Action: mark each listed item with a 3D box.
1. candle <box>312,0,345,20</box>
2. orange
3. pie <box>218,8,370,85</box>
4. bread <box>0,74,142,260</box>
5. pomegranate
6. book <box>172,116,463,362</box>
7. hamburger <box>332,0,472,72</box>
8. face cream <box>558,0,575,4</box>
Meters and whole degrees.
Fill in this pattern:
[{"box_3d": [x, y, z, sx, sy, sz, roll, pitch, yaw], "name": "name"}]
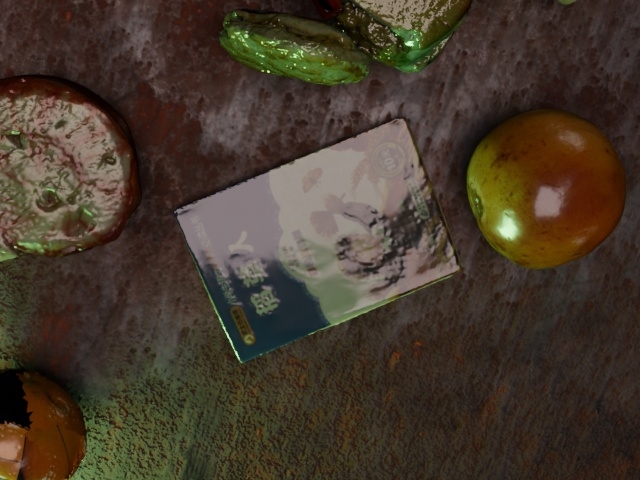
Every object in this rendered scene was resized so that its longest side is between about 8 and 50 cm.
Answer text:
[{"box_3d": [-0.021, -0.400, 1.380, 0.048, 0.053, 0.162, -29, 92, 43], "name": "candle"}, {"box_3d": [-0.498, 0.321, 1.540, 0.182, 0.234, 0.234, -33, 105, 3], "name": "orange"}, {"box_3d": [-0.043, -0.299, 1.422, 0.248, 0.201, 0.090, 16, 87, 25], "name": "pie"}, {"box_3d": [-0.458, -0.116, 1.493, 0.328, 0.114, 0.295, -7, 103, -3], "name": "bread"}, {"box_3d": [0.368, -0.088, 1.513, 0.264, 0.264, 0.264, -1, 104, -5], "name": "pomegranate"}, {"box_3d": [0.000, 0.000, 1.600, 0.428, 0.039, 0.300, -23, 105, 1], "name": "book"}, {"box_3d": [0.149, -0.385, 1.450, 0.192, 0.167, 0.288, 37, 99, -13], "name": "hamburger"}, {"box_3d": [0.388, -0.461, 1.462, 0.104, 0.149, 0.149, 30, 100, -12], "name": "face cream"}]
